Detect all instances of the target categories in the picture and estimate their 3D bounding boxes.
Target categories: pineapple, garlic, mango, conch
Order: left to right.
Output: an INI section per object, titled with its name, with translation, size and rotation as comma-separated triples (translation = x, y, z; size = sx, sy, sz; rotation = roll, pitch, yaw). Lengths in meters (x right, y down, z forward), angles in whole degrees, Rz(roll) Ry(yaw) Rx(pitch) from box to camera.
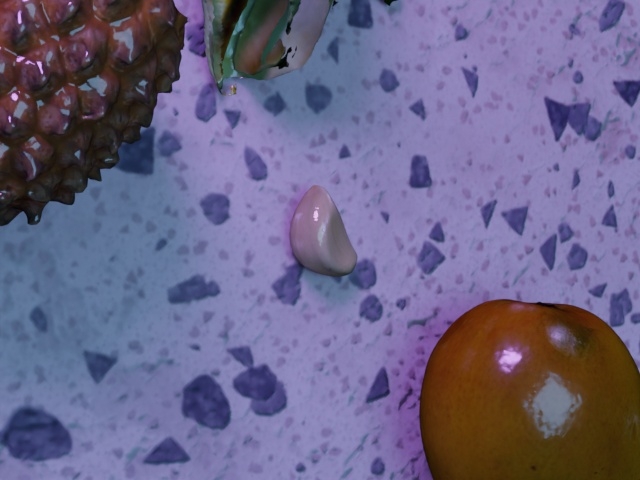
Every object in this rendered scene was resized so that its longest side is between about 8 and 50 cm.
[pineapple]
translation = -0.267, -0.071, 1.066
size = 0.223, 0.223, 0.357
rotation = 42, 82, -25
[conch]
translation = -0.035, -0.251, 1.216
size = 0.143, 0.137, 0.251
rotation = -7, 89, 1
[garlic]
translation = 0.001, 0.000, 1.312
size = 0.053, 0.041, 0.083
rotation = -49, 123, -35
[mango]
translation = 0.202, 0.197, 1.365
size = 0.211, 0.173, 0.317
rotation = -25, 110, -28

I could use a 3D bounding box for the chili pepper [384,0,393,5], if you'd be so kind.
[chili pepper]
translation = 0.022, -0.240, 1.323
size = 0.118, 0.035, 0.056
rotation = 4, 102, -41
